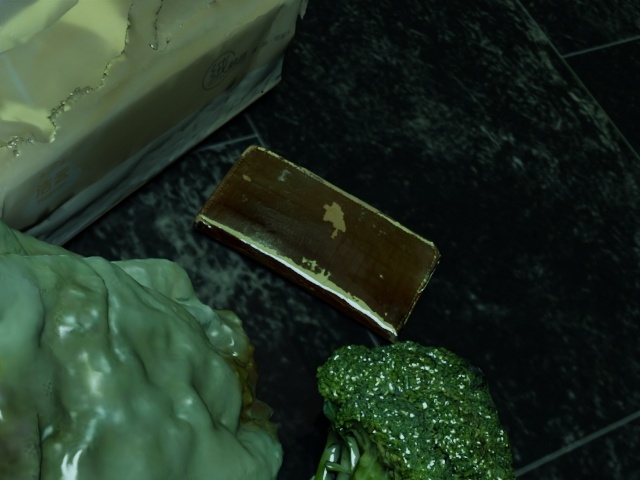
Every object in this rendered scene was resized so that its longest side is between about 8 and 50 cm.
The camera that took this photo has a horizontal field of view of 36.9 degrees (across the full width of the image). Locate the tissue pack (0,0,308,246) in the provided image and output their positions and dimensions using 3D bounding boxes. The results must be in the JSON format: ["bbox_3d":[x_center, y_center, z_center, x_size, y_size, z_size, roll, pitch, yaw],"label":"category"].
[{"bbox_3d":[-0.178,-0.162,0.669,0.238,0.238,0.305,40,56,12],"label":"tissue pack"}]

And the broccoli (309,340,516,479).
[{"bbox_3d":[0.058,0.136,0.598,0.162,0.146,0.138,42,94,28],"label":"broccoli"}]

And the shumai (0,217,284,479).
[{"bbox_3d":[-0.132,0.085,0.492,0.264,0.304,0.309,-4,58,-31],"label":"shumai"}]

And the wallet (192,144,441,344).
[{"bbox_3d":[0.000,0.000,0.734,0.176,0.026,0.095,28,60,5],"label":"wallet"}]
